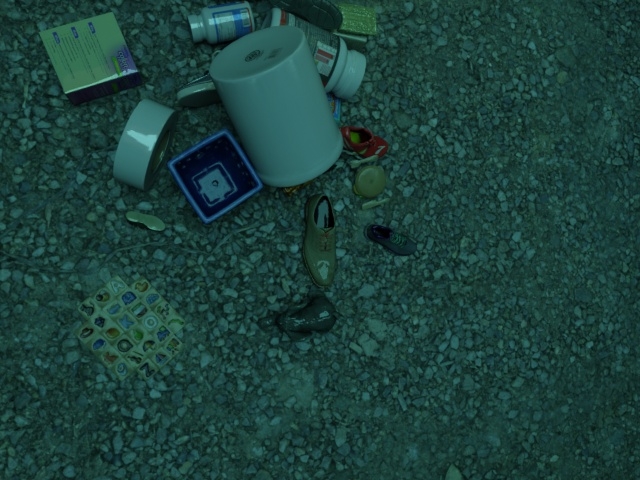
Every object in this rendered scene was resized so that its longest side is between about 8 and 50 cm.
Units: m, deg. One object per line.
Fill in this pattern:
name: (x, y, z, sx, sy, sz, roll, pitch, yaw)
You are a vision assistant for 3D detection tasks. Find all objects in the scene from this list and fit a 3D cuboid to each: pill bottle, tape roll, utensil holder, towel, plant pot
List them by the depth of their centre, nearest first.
utensil holder: (-0.134, -0.420, 1.519, 0.327, 0.327, 0.386, -38, 135, -13)
tape roll: (-0.561, -0.305, 1.550, 0.100, 0.286, 0.287, 21, 82, -12)
plant pot: (-0.355, -0.201, 1.628, 0.235, 0.212, 0.236, -34, 94, -13)
pill bottle: (-0.036, -0.639, 1.684, 0.362, 0.210, 0.211, 15, 83, -23)
pill bottle: (-0.355, -0.770, 1.708, 0.221, 0.124, 0.125, -16, 90, -14)
towel: (0.132, -0.792, 1.730, 0.148, 0.027, 0.110, 0, 86, -15)

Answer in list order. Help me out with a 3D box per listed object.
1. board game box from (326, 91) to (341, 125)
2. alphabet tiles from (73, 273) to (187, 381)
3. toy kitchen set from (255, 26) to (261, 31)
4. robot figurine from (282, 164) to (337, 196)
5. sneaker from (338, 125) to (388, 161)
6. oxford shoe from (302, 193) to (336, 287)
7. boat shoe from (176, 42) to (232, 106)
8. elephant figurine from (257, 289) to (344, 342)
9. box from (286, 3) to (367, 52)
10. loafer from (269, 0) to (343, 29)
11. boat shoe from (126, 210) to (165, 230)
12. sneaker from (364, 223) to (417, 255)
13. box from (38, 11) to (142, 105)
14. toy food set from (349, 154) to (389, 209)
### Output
board game box: (-0.030, -0.510, 1.775, 0.210, 0.047, 0.160, 14, 54, -13)
alphabet tiles: (-0.640, 0.296, 1.632, 0.285, 0.011, 0.343, -43, 97, -12)
toy kitchen set: (-0.204, -0.776, 1.769, 0.068, 0.075, 0.083, 35, 75, -8)
robot figurine: (-0.055, -0.308, 1.772, 0.291, 0.085, 0.211, -44, 98, -12)
sneaker: (0.165, -0.361, 1.780, 0.278, 0.118, 0.108, 1, 81, -40)
oxford shoe: (0.000, 0.000, 1.743, 0.122, 0.130, 0.349, -7, 88, -14)
boat shoe: (-0.365, -0.593, 1.707, 0.340, 0.127, 0.158, -21, 85, -22)
elephant figurine: (-0.075, 0.281, 1.679, 0.239, 0.186, 0.169, -12, 54, -26)
box: (0.010, -0.794, 1.788, 0.310, 0.148, 0.121, 8, 84, -14)
loafer: (-0.049, -0.813, 1.660, 0.267, 0.084, 0.096, 16, 118, -15)
boat shoe: (-0.599, -0.062, 1.650, 0.132, 0.042, 0.049, 18, 62, -12)
sneaker: (0.277, 0.000, 1.827, 0.223, 0.098, 0.083, 20, 82, -11)
box: (-0.758, -0.604, 1.604, 0.242, 0.117, 0.214, -24, 92, -13)
toy food set: (0.186, -0.225, 1.838, 0.132, 0.038, 0.192, -17, 104, -7)
